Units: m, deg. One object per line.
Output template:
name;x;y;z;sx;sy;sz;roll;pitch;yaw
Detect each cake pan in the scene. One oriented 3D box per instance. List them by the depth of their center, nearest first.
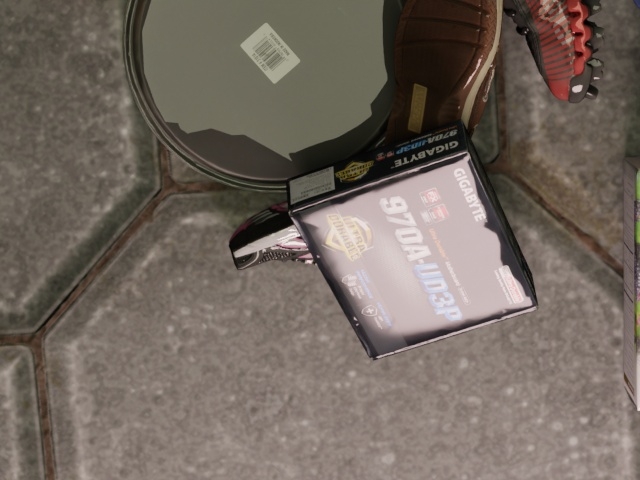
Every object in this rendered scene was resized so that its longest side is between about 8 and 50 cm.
cake pan;-0.044;-0.185;1.784;0.293;0.054;0.293;0;101;1

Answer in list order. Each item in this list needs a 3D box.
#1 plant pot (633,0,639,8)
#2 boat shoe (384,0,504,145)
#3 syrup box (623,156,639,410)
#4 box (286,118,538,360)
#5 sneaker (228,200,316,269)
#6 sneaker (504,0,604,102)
plant pot;0.367;-0.343;1.662;0.212;0.236;0.236;-22;100;-2
boat shoe;0.119;-0.166;1.736;0.095;0.095;0.257;29;127;16
syrup box;0.342;0.040;1.800;0.093;0.096;0.236;-2;100;1
box;0.088;0.004;1.758;0.175;0.051;0.220;-18;131;12
sneaker;0.000;0.000;1.813;0.178;0.072;0.077;-19;111;10
sneaker;0.182;-0.254;1.745;0.135;0.097;0.276;-15;98;3
